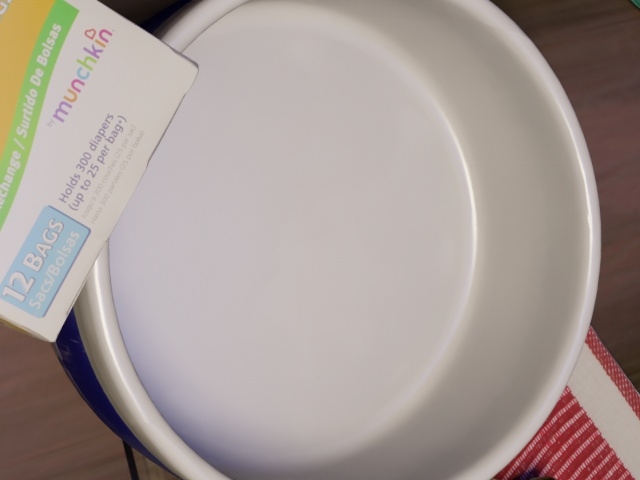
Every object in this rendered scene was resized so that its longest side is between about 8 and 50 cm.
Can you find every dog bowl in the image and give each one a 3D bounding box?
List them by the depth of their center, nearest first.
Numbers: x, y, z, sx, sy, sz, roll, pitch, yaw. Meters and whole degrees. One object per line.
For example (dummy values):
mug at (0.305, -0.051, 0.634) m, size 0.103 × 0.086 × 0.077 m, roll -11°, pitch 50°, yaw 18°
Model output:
dog bowl at (0.000, 0.000, 0.660) m, size 0.265 × 0.104 × 0.264 m, roll -1°, pitch 93°, yaw -27°

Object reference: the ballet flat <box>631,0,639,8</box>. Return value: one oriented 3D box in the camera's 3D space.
ballet flat at (0.170, -0.199, 0.764) m, size 0.206 × 0.073 × 0.067 m, roll 40°, pitch 60°, yaw -26°

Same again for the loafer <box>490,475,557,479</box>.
loafer at (0.068, 0.144, 0.698) m, size 0.148 × 0.056 × 0.050 m, roll 6°, pitch 83°, yaw -35°

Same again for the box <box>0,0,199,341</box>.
box at (-0.147, -0.040, 0.528) m, size 0.103 × 0.203 × 0.114 m, roll 32°, pitch 78°, yaw -24°

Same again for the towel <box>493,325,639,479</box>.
towel at (0.095, 0.229, 0.756) m, size 0.329 × 0.037 × 0.237 m, roll -43°, pitch 107°, yaw -21°
